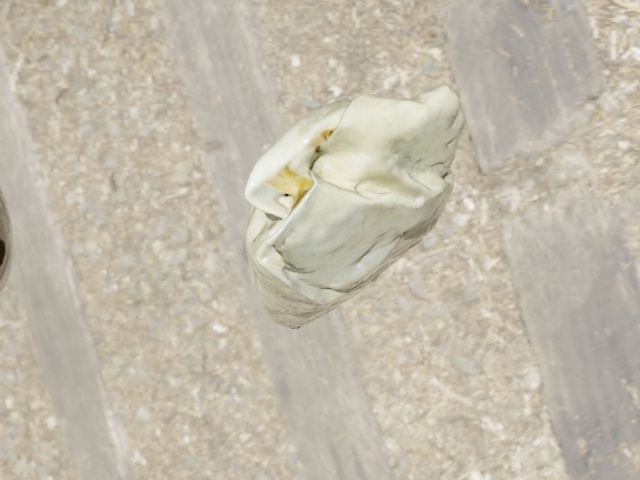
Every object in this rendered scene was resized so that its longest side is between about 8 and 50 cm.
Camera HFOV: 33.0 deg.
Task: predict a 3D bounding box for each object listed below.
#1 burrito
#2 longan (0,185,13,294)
[{"bbox_3d":[0.000,0.000,0.458,0.059,0.082,0.275,64,170,6],"label":"burrito"},{"bbox_3d":[-0.164,-0.007,0.382,0.113,0.113,0.092,24,73,32],"label":"longan"}]
